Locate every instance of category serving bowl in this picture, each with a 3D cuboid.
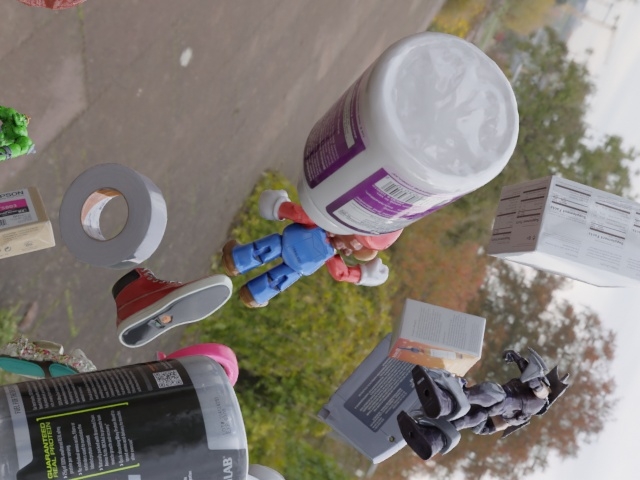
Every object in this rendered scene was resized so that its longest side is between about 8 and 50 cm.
[{"bbox_3d":[-0.076,0.354,1.169,0.027,0.083,0.083,-56,169,-26],"label":"serving bowl"}]

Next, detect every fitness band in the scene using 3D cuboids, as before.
[{"bbox_3d":[-0.313,0.338,1.868,0.290,0.209,0.054,-56,-146,37],"label":"fitness band"}]

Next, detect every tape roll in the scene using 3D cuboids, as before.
[{"bbox_3d":[-0.438,-0.049,1.672,0.219,0.219,0.072,-64,162,-2],"label":"tape roll"}]

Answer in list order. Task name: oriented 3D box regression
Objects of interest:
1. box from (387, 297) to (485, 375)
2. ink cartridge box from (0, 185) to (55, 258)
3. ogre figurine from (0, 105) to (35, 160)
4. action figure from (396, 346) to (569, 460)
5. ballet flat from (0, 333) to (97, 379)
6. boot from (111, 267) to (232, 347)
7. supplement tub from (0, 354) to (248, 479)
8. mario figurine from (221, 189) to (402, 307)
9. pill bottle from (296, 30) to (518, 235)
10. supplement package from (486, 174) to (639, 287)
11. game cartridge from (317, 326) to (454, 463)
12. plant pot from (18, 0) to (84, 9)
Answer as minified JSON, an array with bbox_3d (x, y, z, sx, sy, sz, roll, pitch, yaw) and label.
[{"bbox_3d":[0.240,0.204,1.654,0.130,0.171,0.091,102,2,-63],"label":"box"},{"bbox_3d":[-0.839,-0.041,2.079,0.235,0.193,0.088,-15,130,-22],"label":"ink cartridge box"},{"bbox_3d":[-0.732,-0.256,1.814,0.118,0.197,0.096,-4,124,-51],"label":"ogre figurine"},{"bbox_3d":[0.249,0.236,1.175,0.285,0.099,0.185,1,129,-37],"label":"action figure"},{"bbox_3d":[-0.497,0.232,1.501,0.077,0.241,0.091,-63,164,-45],"label":"ballet flat"},{"bbox_3d":[-0.305,0.092,1.600,0.176,0.244,0.088,-114,180,-46],"label":"boot"},{"bbox_3d":[-0.256,0.241,0.871,0.316,0.193,0.193,-5,133,-27],"label":"supplement tub"},{"bbox_3d":[0.000,0.000,1.387,0.198,0.321,0.170,55,15,-47],"label":"mario figurine"},{"bbox_3d":[0.077,-0.099,0.904,0.169,0.169,0.301,-61,-169,-21],"label":"pill bottle"},{"bbox_3d":[0.489,-0.009,1.508,0.204,0.262,0.145,167,-61,-77],"label":"supplement package"},{"bbox_3d":[0.162,0.344,1.779,0.297,0.198,0.062,-45,157,-18],"label":"game cartridge"},{"bbox_3d":[-0.467,-0.542,1.341,0.265,0.273,0.272,-111,-150,-44],"label":"plant pot"}]
